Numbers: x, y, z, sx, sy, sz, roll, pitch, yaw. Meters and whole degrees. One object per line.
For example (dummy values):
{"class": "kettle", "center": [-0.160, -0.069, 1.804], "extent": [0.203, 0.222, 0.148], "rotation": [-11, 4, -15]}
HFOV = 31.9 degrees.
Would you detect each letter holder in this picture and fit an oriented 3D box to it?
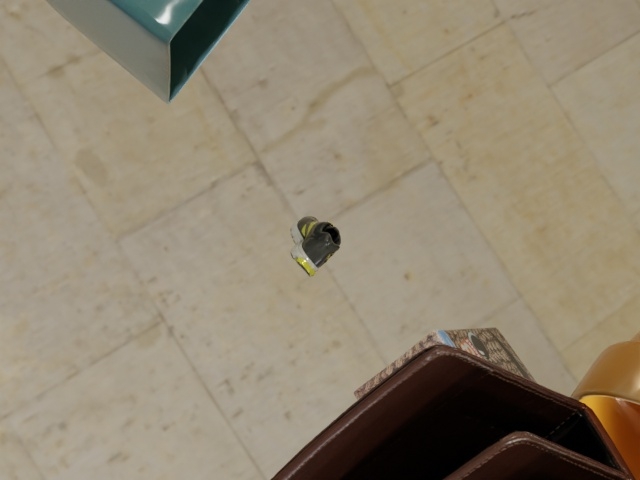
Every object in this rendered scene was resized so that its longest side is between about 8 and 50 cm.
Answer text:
{"class": "letter holder", "center": [0.069, 0.244, 0.837], "extent": [0.214, 0.302, 0.152], "rotation": [27, 26, -38]}

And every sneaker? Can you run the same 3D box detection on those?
{"class": "sneaker", "center": [0.000, 0.000, 0.825], "extent": [0.031, 0.035, 0.083], "rotation": [52, 12, -19]}

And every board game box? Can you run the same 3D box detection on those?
{"class": "board game box", "center": [0.211, 0.249, 1.512], "extent": [0.232, 0.141, 0.291], "rotation": [55, 17, 16]}

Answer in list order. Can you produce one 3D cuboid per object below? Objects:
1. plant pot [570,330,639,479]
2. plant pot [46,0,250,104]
{"class": "plant pot", "center": [0.338, 0.116, 0.918], "extent": [0.205, 0.188, 0.205], "rotation": [33, -20, 14]}
{"class": "plant pot", "center": [-0.164, -0.259, 0.880], "extent": [0.234, 0.165, 0.166], "rotation": [36, -12, 0]}
